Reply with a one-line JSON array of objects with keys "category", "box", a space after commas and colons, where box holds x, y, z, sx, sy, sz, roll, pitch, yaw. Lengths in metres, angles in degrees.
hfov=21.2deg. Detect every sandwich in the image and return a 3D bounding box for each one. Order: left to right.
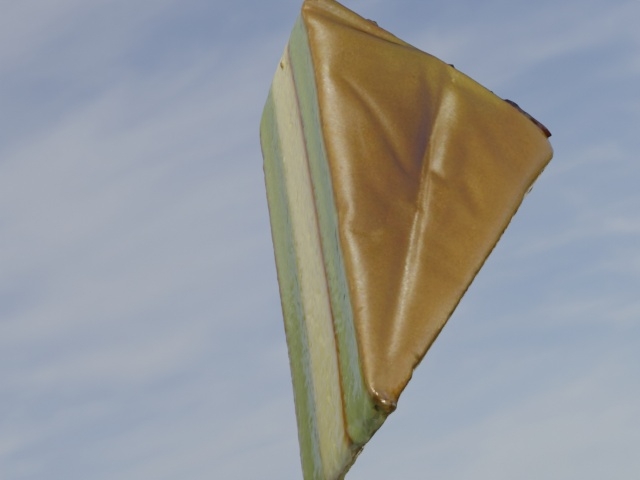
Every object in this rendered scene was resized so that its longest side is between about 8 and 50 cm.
[{"category": "sandwich", "box": [0.000, 0.000, 0.629, 0.163, 0.113, 0.079, -54, -6, -41]}]
